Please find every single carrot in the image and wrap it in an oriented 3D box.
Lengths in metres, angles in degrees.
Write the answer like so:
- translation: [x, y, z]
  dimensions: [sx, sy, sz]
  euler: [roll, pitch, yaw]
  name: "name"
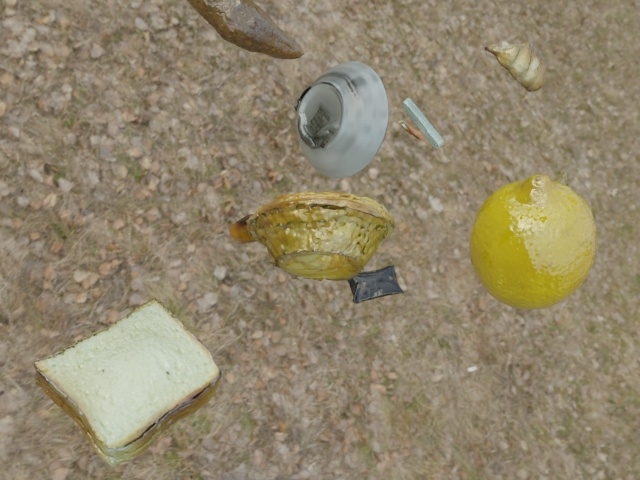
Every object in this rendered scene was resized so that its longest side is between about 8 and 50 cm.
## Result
- translation: [-0.064, -0.038, 1.364]
  dimensions: [0.066, 0.314, 0.066]
  euler: [15, 72, -57]
  name: "carrot"

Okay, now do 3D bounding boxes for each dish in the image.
- translation: [0.027, -0.323, 1.639]
  dimensions: [0.106, 0.316, 0.316]
  euler: [1, 66, -48]
  name: "dish"

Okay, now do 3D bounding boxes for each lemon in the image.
- translation: [0.325, 0.007, 0.962]
  dimensions: [0.187, 0.244, 0.187]
  euler: [-1, 37, 1]
  name: "lemon"

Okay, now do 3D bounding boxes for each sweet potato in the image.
- translation: [-0.177, -0.465, 1.273]
  dimensions: [0.341, 0.092, 0.114]
  euler: [36, 55, -22]
  name: "sweet potato"

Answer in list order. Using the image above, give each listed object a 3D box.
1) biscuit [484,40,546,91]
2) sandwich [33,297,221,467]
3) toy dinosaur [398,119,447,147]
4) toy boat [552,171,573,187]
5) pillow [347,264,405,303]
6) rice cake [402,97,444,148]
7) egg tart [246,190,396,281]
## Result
- translation: [0.374, -0.331, 1.148]
  dimensions: [0.118, 0.061, 0.183]
  euler: [50, 29, 4]
  name: "biscuit"
- translation: [-0.382, 0.284, 1.293]
  dimensions: [0.271, 0.099, 0.301]
  euler: [44, 49, 17]
  name: "sandwich"
- translation: [0.351, -0.367, 2.180]
  dimensions: [0.142, 0.057, 0.212]
  euler: [52, 41, 10]
  name: "toy dinosaur"
- translation: [0.562, -0.083, 1.609]
  dimensions: [0.226, 0.088, 0.068]
  euler: [-45, 124, -6]
  name: "toy boat"
- translation: [0.145, 0.120, 1.692]
  dimensions: [0.150, 0.048, 0.090]
  euler: [-12, 75, -12]
  name: "pillow"
- translation: [0.292, -0.336, 1.790]
  dimensions: [0.033, 0.029, 0.170]
  euler: [-39, 92, -32]
  name: "rice cake"
- translation: [0.000, 0.000, 0.759]
  dimensions: [0.191, 0.191, 0.074]
  euler: [17, 65, -35]
  name: "egg tart"
